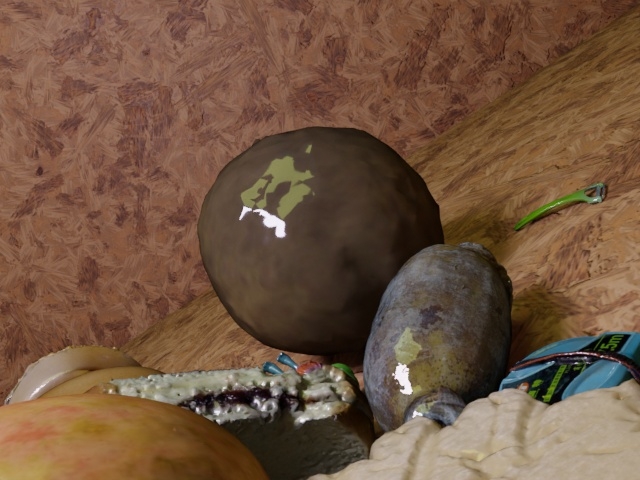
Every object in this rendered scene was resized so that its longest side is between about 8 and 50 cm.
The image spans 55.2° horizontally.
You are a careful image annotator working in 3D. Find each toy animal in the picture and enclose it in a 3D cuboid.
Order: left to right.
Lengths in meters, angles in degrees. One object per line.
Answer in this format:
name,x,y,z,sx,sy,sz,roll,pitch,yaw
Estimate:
toy animal,-0.017,0.228,0.924,0.208,0.100,0.103,0,57,57

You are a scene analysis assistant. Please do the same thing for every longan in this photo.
longan,-0.006,-0.004,1.047,0.404,0.404,0.436,-36,14,-8

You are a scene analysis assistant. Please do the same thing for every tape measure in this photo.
tape measure,0.231,0.141,0.558,0.125,0.081,0.146,-38,10,-37

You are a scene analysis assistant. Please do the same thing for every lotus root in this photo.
lotus root,0.131,0.121,0.691,0.175,0.175,0.349,-28,13,29

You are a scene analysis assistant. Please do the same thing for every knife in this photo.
knife,0.411,-0.059,1.068,0.166,0.022,0.078,-25,9,36

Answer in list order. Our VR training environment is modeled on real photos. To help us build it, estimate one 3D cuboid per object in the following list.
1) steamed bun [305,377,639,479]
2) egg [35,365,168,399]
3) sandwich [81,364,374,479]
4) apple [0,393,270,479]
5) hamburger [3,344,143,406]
steamed bun,0.133,0.200,0.387,0.295,0.137,0.292,-16,1,-32
egg,-0.360,0.340,1.003,0.322,0.250,0.250,-30,9,-19
sandwich,-0.092,0.210,0.698,0.254,0.288,0.099,-35,37,11
apple,-0.175,0.283,0.443,0.364,0.364,0.364,-33,11,7
hamburger,-0.469,0.349,1.207,0.302,0.302,0.170,-37,19,-16
